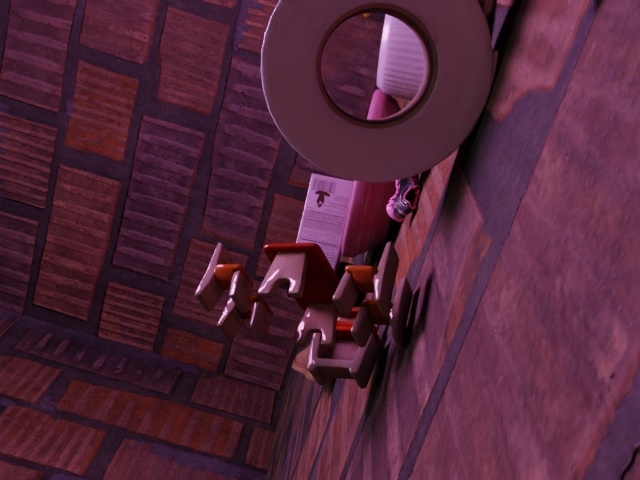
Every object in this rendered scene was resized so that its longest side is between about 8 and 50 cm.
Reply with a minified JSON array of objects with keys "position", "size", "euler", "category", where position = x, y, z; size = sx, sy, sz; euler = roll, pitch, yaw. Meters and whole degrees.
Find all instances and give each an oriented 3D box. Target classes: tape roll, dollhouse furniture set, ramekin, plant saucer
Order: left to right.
[{"position":[0.003,0.086,1.057],"size":[0.259,0.262,0.135],"euler":[62,-144,-45],"category":"dollhouse furniture set"},{"position":[0.070,-0.219,0.951],"size":[0.100,0.286,0.286],"euler":[-87,14,-77],"category":"tape roll"},{"position":[0.111,-0.124,1.476],"size":[0.332,0.084,0.332],"euler":[13,-90,-87],"category":"plant saucer"},{"position":[0.167,-0.352,1.363],"size":[0.207,0.109,0.207],"euler":[9,-90,-84],"category":"ramekin"}]

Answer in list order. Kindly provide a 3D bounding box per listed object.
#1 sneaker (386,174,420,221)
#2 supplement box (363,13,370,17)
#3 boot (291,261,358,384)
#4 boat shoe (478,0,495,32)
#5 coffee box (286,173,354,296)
[{"position":[0.150,-0.088,1.252],"size":[0.057,0.047,0.119],"euler":[-32,37,52],"category":"sneaker"},{"position":[0.143,-0.589,1.273],"size":[0.356,0.194,0.195],"euler":[-45,3,1],"category":"supplement box"},{"position":[0.024,0.186,1.746],"size":[0.236,0.089,0.269],"euler":[178,108,-74],"category":"boot"},{"position":[0.203,-0.294,1.061],"size":[0.064,0.060,0.178],"euler":[110,176,-57],"category":"boat shoe"},{"position":[0.000,0.000,1.623],"size":[0.141,0.098,0.246],"euler":[92,-170,-75],"category":"coffee box"}]
